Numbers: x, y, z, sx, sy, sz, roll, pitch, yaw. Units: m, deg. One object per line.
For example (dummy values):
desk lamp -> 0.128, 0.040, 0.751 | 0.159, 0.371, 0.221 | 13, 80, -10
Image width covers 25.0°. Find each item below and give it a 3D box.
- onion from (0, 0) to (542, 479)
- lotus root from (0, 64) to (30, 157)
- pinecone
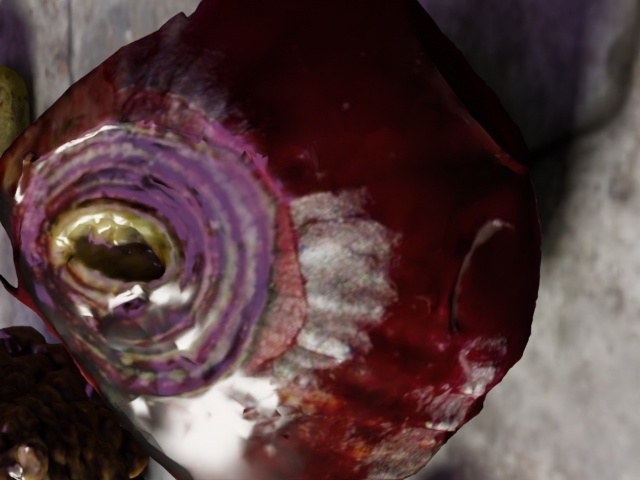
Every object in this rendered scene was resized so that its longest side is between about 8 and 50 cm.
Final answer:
onion -> 0.004, 0.004, 0.646 | 0.206, 0.216, 0.207 | -38, 80, 18
lotus root -> -0.211, -0.066, 0.912 | 0.054, 0.049, 0.099 | 17, 111, 36
pinecone -> -0.182, 0.152, 0.828 | 0.150, 0.179, 0.195 | 17, 126, 38
